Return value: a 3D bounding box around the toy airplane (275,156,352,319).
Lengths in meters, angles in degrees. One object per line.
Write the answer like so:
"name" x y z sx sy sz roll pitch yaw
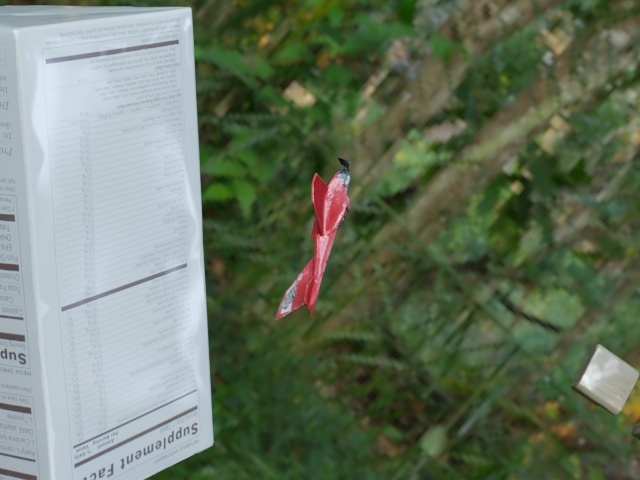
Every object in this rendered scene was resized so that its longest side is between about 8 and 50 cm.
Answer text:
"toy airplane" 0.000 0.000 1.270 0.028 0.151 0.151 18 2 9

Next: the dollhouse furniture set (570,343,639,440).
"dollhouse furniture set" 0.455 0.089 1.327 0.355 0.303 0.174 33 -17 -9

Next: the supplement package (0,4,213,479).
"supplement package" -0.152 0.004 0.791 0.134 0.244 0.139 6 14 32
